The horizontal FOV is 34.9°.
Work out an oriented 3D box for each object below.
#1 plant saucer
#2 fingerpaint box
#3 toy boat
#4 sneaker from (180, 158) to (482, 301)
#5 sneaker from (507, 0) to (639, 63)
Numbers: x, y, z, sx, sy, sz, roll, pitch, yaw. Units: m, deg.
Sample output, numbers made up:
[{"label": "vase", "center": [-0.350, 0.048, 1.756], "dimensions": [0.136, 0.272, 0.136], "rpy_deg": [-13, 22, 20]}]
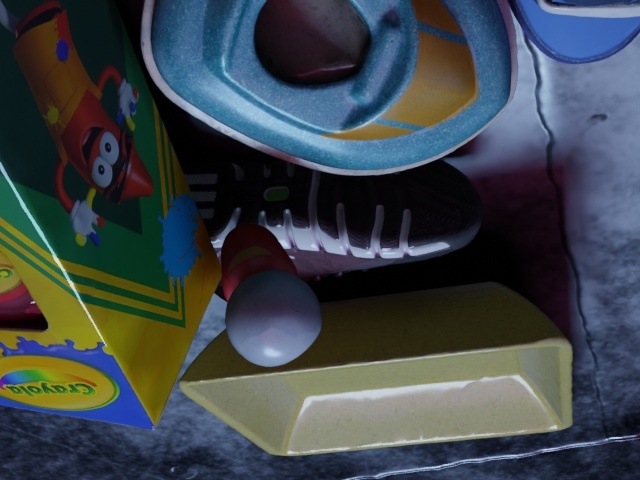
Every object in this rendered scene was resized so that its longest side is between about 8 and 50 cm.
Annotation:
[{"label": "plant saucer", "center": [0.071, 0.128, 0.989], "dimensions": [0.333, 0.080, 0.333], "rpy_deg": [-7, 156, 11]}, {"label": "fingerpaint box", "center": [-0.338, -0.053, 0.712], "dimensions": [0.445, 0.163, 0.371], "rpy_deg": [6, 141, 18]}, {"label": "toy boat", "center": [-0.001, -0.074, 0.698], "dimensions": [0.268, 0.148, 0.318], "rpy_deg": [12, 112, -18]}, {"label": "sneaker", "center": [0.000, 0.000, 0.899], "dimensions": [0.282, 0.106, 0.162], "rpy_deg": [2, 148, 10]}, {"label": "sneaker", "center": [0.171, -0.176, 0.572], "dimensions": [0.130, 0.236, 0.322], "rpy_deg": [-1, 138, 3]}]
